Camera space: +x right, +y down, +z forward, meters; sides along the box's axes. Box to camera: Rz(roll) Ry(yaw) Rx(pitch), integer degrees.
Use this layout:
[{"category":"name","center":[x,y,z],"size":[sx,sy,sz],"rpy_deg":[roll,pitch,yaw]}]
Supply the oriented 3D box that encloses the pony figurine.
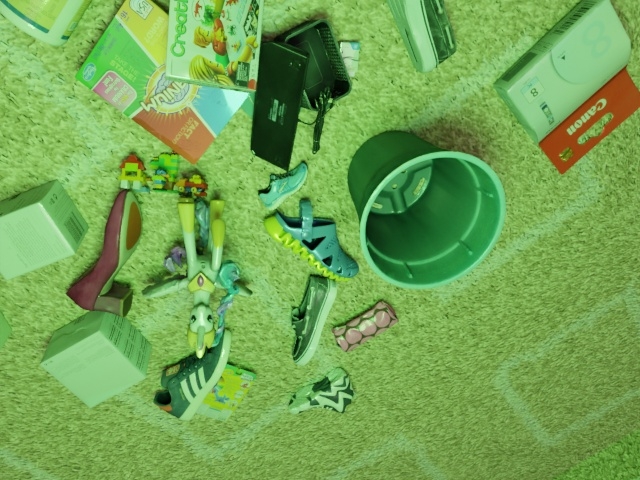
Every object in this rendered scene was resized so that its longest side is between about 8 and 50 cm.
[{"category":"pony figurine","center":[-0.311,0.075,1.258],"size":[0.302,0.351,0.364],"rpy_deg":[0,99,-15]}]

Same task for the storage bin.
[{"category":"storage bin","center":[-0.018,-0.410,1.154],"size":[0.122,0.084,0.180],"rpy_deg":[-32,121,-11]}]

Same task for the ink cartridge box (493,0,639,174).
[{"category":"ink cartridge box","center":[0.698,-0.389,1.321],"size":[0.308,0.091,0.385],"rpy_deg":[-44,116,13]}]

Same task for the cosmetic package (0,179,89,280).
[{"category":"cosmetic package","center":[-0.703,-0.028,1.198],"size":[0.183,0.151,0.152],"rpy_deg":[-21,119,-1]}]

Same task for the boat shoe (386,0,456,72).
[{"category":"boat shoe","center":[0.228,-0.561,1.134],"size":[0.119,0.121,0.335],"rpy_deg":[-32,130,-2]}]

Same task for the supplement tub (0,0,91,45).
[{"category":"supplement tub","center":[-0.533,-0.512,0.977],"size":[0.144,0.144,0.200],"rpy_deg":[35,106,-25]}]

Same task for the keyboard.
[{"category":"keyboard","center":[-0.067,-0.295,1.156],"size":[0.201,0.033,0.317],"rpy_deg":[28,138,11]}]

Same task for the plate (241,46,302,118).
[{"category":"plate","center":[-0.117,-0.376,1.203],"size":[0.188,0.024,0.188],"rpy_deg":[-5,117,-9]}]

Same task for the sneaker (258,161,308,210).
[{"category":"sneaker","center":[-0.100,-0.152,1.304],"size":[0.162,0.063,0.073],"rpy_deg":[-41,114,11]}]

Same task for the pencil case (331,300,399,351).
[{"category":"pencil case","center":[0.140,0.270,1.564],"size":[0.209,0.095,0.098],"rpy_deg":[-33,103,4]}]

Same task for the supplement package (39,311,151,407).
[{"category":"supplement package","center":[-0.629,0.324,1.401],"size":[0.194,0.149,0.203],"rpy_deg":[-28,119,4]}]

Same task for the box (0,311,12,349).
[{"category":"box","center":[-0.955,0.205,1.286],"size":[0.148,0.127,0.233],"rpy_deg":[-14,119,-4]}]

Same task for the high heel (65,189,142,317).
[{"category":"high heel","center":[-0.575,0.029,1.271],"size":[0.181,0.127,0.378],"rpy_deg":[17,111,1]}]

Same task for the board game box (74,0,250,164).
[{"category":"board game box","center":[-0.347,-0.365,1.125],"size":[0.316,0.064,0.242],"rpy_deg":[36,106,-21]}]

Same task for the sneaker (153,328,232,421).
[{"category":"sneaker","center":[-0.398,0.402,1.505],"size":[0.148,0.131,0.350],"rpy_deg":[28,105,-16]}]

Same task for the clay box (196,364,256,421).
[{"category":"clay box","center":[-0.313,0.486,1.607],"size":[0.127,0.053,0.222],"rpy_deg":[26,109,-22]}]

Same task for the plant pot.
[{"category":"plant pot","center":[0.223,-0.109,1.235],"size":[0.340,0.334,0.342],"rpy_deg":[-5,118,-9]}]

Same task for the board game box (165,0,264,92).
[{"category":"board game box","center":[-0.221,-0.485,1.045],"size":[0.192,0.053,0.306],"rpy_deg":[3,98,-19]}]

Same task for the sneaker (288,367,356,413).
[{"category":"sneaker","center":[0.018,0.556,1.686],"size":[0.234,0.094,0.153],"rpy_deg":[-35,111,-3]}]

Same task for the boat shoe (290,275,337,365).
[{"category":"boat shoe","center":[-0.046,0.246,1.502],"size":[0.102,0.108,0.302],"rpy_deg":[15,111,-18]}]

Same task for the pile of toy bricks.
[{"category":"pile of toy bricks","center":[-0.380,-0.172,1.228],"size":[0.212,0.118,0.105],"rpy_deg":[5,89,4]}]

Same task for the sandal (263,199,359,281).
[{"category":"sandal","center":[0.000,0.000,1.375],"size":[0.317,0.126,0.138],"rpy_deg":[36,102,-27]}]

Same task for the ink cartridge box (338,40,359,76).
[{"category":"ink cartridge box","center":[0.067,-0.441,1.201],"size":[0.048,0.028,0.083],"rpy_deg":[-3,119,-10]}]
